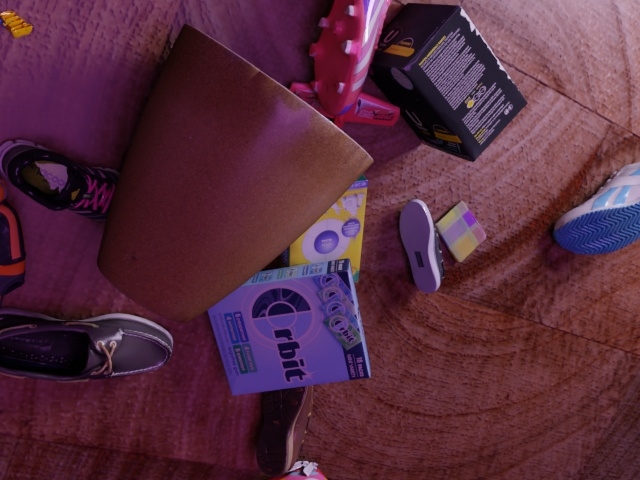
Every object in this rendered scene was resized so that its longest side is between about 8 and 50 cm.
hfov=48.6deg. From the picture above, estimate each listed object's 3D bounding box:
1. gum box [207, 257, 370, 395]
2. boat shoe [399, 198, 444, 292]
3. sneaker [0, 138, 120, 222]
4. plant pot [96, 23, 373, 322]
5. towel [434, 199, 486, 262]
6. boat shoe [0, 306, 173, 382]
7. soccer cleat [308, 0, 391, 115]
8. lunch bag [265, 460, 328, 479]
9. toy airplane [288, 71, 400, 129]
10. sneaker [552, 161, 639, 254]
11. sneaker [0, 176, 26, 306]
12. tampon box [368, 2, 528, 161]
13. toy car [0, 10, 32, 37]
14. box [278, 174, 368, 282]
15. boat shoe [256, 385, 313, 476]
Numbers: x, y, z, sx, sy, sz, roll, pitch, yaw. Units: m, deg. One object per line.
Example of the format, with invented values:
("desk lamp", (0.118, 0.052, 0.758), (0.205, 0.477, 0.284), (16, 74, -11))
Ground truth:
("gum box", (-0.040, 0.112, 0.898), (0.184, 0.041, 0.157), (-9, 112, 7))
("boat shoe", (0.145, 0.005, 0.992), (0.040, 0.049, 0.142), (-38, 124, -46))
("sneaker", (-0.262, -0.055, 0.763), (0.170, 0.075, 0.063), (24, 97, -30))
("plant pot", (-0.114, -0.050, 0.744), (0.237, 0.237, 0.254), (33, 95, -30))
("towel", (0.203, -0.012, 1.028), (0.060, 0.009, 0.083), (-42, 119, -4))
("boat shoe", (-0.279, 0.130, 0.826), (0.227, 0.068, 0.081), (9, 105, -27))
("soccer cleat", (0.050, -0.267, 0.819), (0.095, 0.083, 0.248), (-1, 101, -38))
("lunch bag", (-0.016, 0.475, 1.042), (0.258, 0.120, 0.293), (-35, 118, -10))
("toy airplane", (0.024, -0.147, 0.886), (0.151, 0.028, 0.151), (-6, 110, -16))
("sneaker", (0.464, -0.055, 1.091), (0.228, 0.092, 0.087), (-26, 121, 8))
("sneaker", (-0.451, 0.055, 0.689), (0.321, 0.124, 0.180), (-14, 113, -19))
("tampon box", (0.148, -0.196, 0.871), (0.101, 0.120, 0.161), (-48, 120, -3))
("toy car", (-0.349, -0.183, 0.711), (0.040, 0.060, 0.122), (44, 65, 12))
("box", (0.000, 0.000, 0.908), (0.105, 0.043, 0.179), (-11, 127, -20))
("boat shoe", (-0.042, 0.236, 0.985), (0.060, 0.064, 0.178), (2, 102, -60))
